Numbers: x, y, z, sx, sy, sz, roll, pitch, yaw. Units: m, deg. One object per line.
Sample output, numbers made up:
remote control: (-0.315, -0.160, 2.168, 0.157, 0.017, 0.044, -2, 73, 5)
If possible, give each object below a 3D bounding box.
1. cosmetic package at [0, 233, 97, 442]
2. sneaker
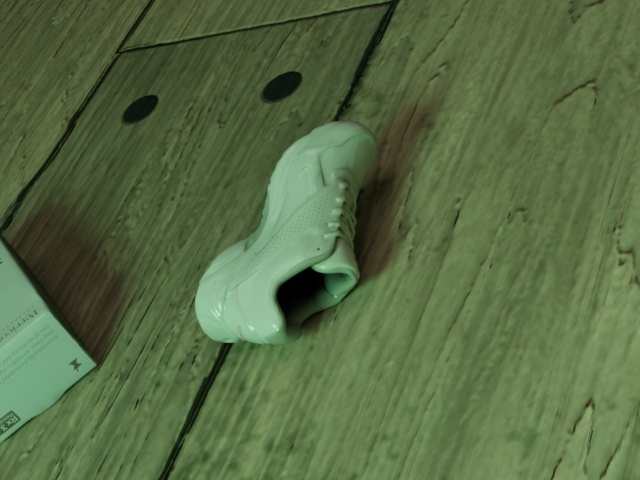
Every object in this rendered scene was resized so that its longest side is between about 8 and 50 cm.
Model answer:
cosmetic package: (-0.313, 0.078, 1.245, 0.117, 0.085, 0.231, -40, 35, -9)
sneaker: (0.000, 0.000, 1.110, 0.115, 0.090, 0.232, 15, 66, 38)
